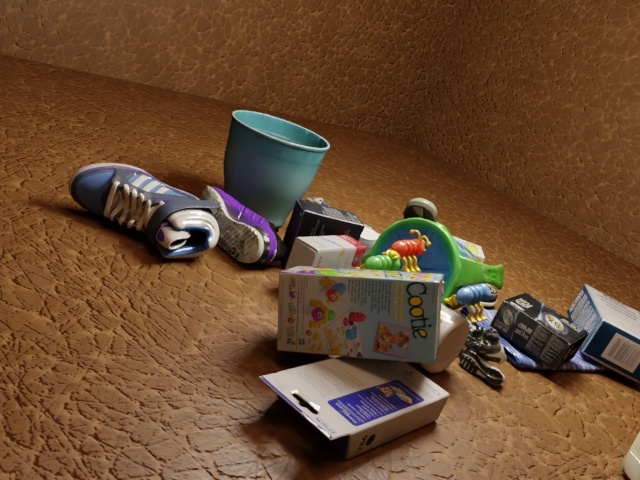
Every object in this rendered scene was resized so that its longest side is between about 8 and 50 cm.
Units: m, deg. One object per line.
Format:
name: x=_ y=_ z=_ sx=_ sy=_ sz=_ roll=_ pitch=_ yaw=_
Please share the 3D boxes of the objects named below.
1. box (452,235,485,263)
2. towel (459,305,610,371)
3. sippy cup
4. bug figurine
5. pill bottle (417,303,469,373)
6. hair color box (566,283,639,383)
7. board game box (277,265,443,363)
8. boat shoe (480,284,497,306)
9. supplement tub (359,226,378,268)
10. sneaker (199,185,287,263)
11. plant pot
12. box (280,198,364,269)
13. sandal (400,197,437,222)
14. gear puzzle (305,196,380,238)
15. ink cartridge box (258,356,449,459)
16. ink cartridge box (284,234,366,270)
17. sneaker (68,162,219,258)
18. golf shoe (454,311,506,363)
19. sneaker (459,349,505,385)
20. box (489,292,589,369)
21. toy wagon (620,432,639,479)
box: x=0.353 y=0.042 z=1.979 sx=0.203 sy=0.103 sz=0.114 roll=21 pitch=18 yaw=1
towel: x=0.532 y=0.242 z=1.712 sx=0.336 sy=0.040 sz=0.243 roll=8 pitch=23 yaw=-32
sippy cup: x=0.268 y=0.077 z=1.644 sx=0.224 sy=0.240 sz=0.305 roll=13 pitch=26 yaw=-52
bug figurine: x=0.208 y=0.070 z=1.393 sx=0.216 sy=0.072 sz=0.279 roll=-10 pitch=35 yaw=-40
pill bottle: x=0.180 y=0.162 z=1.429 sx=0.229 sy=0.131 sz=0.131 roll=33 pitch=23 yaw=34
hair color box: x=0.773 y=0.239 z=1.821 sx=0.174 sy=0.105 sz=0.347 roll=29 pitch=17 yaw=7
board game box: x=0.075 y=0.127 z=1.234 sx=0.276 sy=0.144 sz=0.142 roll=3 pitch=3 yaw=13
boat shoe: x=0.347 y=0.086 z=1.870 sx=0.303 sy=0.091 sz=0.114 roll=21 pitch=19 yaw=3
supplement tub: x=0.099 y=0.025 z=1.750 sx=0.071 sy=0.107 sz=0.071 roll=15 pitch=27 yaw=-8
sneaker: x=-0.184 y=-0.030 z=1.656 sx=0.146 sy=0.102 sz=0.293 roll=7 pitch=27 yaw=-45
plant pot: x=-0.143 y=-0.184 z=1.864 sx=0.272 sy=0.255 sz=0.271 roll=18 pitch=19 yaw=-6
box: x=0.000 y=0.000 z=1.652 sx=0.158 sy=0.155 sz=0.093 roll=13 pitch=19 yaw=-19
sandal: x=0.300 y=-0.070 z=2.086 sx=0.120 sy=0.086 sz=0.302 roll=19 pitch=-19 yaw=1
gear puzzle: x=0.115 y=-0.021 z=1.856 sx=0.339 sy=0.044 sz=0.175 roll=28 pitch=-20 yaw=22
ink cartridge box: x=0.056 y=0.262 z=1.130 sx=0.165 sy=0.065 sz=0.333 roll=34 pitch=22 yaw=36
ink cartridge box: x=0.007 y=0.058 z=1.541 sx=0.072 sy=0.127 sz=0.175 roll=33 pitch=22 yaw=35
sneaker: x=-0.371 y=-0.059 z=1.473 sx=0.323 sy=0.130 sz=0.236 roll=18 pitch=14 yaw=-25
golf shoe: x=0.332 y=0.224 z=1.531 sx=0.094 sy=0.077 sz=0.198 roll=49 pitch=-10 yaw=-27
sneaker: x=0.341 y=0.270 z=1.452 sx=0.109 sy=0.040 sz=0.044 roll=37 pitch=8 yaw=31
box: x=0.518 y=0.210 z=1.627 sx=0.180 sy=0.077 sz=0.147 roll=36 pitch=24 yaw=30
toy wagon: x=0.717 y=0.472 z=1.223 sx=0.344 sy=0.068 sz=0.267 roll=31 pitch=22 yaw=28
